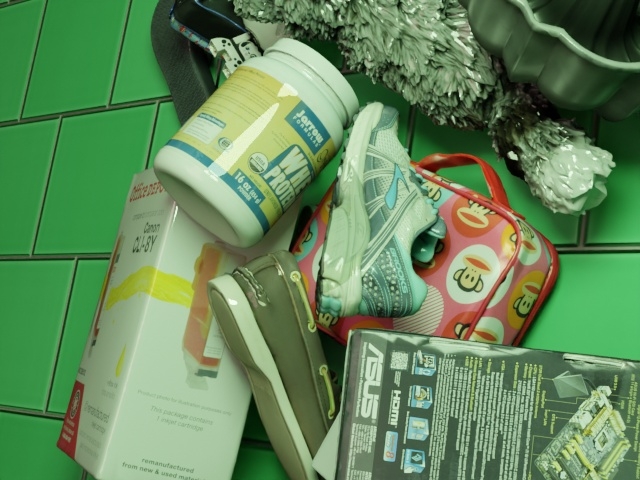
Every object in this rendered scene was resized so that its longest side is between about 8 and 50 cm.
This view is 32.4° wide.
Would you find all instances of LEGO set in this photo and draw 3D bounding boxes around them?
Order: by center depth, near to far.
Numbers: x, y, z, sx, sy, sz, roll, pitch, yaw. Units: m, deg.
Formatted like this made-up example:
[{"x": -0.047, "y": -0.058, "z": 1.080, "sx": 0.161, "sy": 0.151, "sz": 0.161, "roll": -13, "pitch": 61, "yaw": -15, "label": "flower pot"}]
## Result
[{"x": -0.059, "y": -0.171, "z": 1.472, "sx": 0.227, "sy": 0.093, "sz": 0.087, "roll": 59, "pitch": 154, "yaw": 9, "label": "LEGO set"}]

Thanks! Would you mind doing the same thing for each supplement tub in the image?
[{"x": -0.066, "y": -0.106, "z": 1.192, "sx": 0.144, "sy": 0.144, "sz": 0.199, "roll": 26, "pitch": 70, "yaw": 43, "label": "supplement tub"}]

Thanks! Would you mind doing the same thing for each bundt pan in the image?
[{"x": 0.276, "y": -0.249, "z": 1.082, "sx": 0.124, "sy": 0.331, "sz": 0.330, "roll": 113, "pitch": 148, "yaw": -56, "label": "bundt pan"}]

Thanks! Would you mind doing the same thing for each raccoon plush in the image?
[{"x": 0.098, "y": -0.223, "z": 1.149, "sx": 0.446, "sy": 0.299, "sz": 0.216, "roll": 54, "pitch": 130, "yaw": 52, "label": "raccoon plush"}]

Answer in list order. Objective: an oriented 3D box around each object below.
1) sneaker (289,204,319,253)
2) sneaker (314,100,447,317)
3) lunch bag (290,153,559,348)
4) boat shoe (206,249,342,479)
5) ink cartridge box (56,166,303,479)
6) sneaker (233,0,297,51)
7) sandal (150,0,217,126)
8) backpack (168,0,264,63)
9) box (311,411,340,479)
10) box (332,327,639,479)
[{"x": 0.000, "y": 0.000, "z": 1.397, "sx": 0.042, "sy": 0.067, "sz": 0.118, "roll": 58, "pitch": 144, "yaw": 35, "label": "sneaker"}, {"x": 0.070, "y": -0.028, "z": 1.161, "sx": 0.110, "sy": 0.122, "sz": 0.283, "roll": 103, "pitch": 179, "yaw": -52, "label": "sneaker"}, {"x": 0.110, "y": 0.020, "z": 1.233, "sx": 0.293, "sy": 0.120, "sz": 0.258, "roll": 34, "pitch": 97, "yaw": 43, "label": "lunch bag"}, {"x": -0.023, "y": 0.165, "z": 1.223, "sx": 0.097, "sy": 0.324, "sz": 0.116, "roll": -29, "pitch": 22, "yaw": -19, "label": "boat shoe"}, {"x": -0.181, "y": 0.102, "z": 1.368, "sx": 0.279, "sy": 0.160, "sz": 0.384, "roll": -5, "pitch": 69, "yaw": 68, "label": "ink cartridge box"}, {"x": 0.055, "y": -0.341, "z": 1.423, "sx": 0.330, "sy": 0.122, "sz": 0.146, "roll": -31, "pitch": 90, "yaw": 10, "label": "sneaker"}, {"x": -0.197, "y": -0.271, "z": 1.659, "sx": 0.097, "sy": 0.054, "sz": 0.254, "roll": -29, "pitch": 67, "yaw": 39, "label": "sandal"}, {"x": -0.114, "y": -0.354, "z": 1.543, "sx": 0.117, "sy": 0.158, "sz": 0.173, "roll": -23, "pitch": 46, "yaw": 54, "label": "backpack"}, {"x": 0.100, "y": 0.250, "z": 1.153, "sx": 0.170, "sy": 0.130, "sz": 0.091, "roll": 34, "pitch": 99, "yaw": 42, "label": "box"}, {"x": 0.162, "y": 0.289, "z": 0.987, "sx": 0.318, "sy": 0.097, "sz": 0.394, "roll": 5, "pitch": 85, "yaw": 13, "label": "box"}]
